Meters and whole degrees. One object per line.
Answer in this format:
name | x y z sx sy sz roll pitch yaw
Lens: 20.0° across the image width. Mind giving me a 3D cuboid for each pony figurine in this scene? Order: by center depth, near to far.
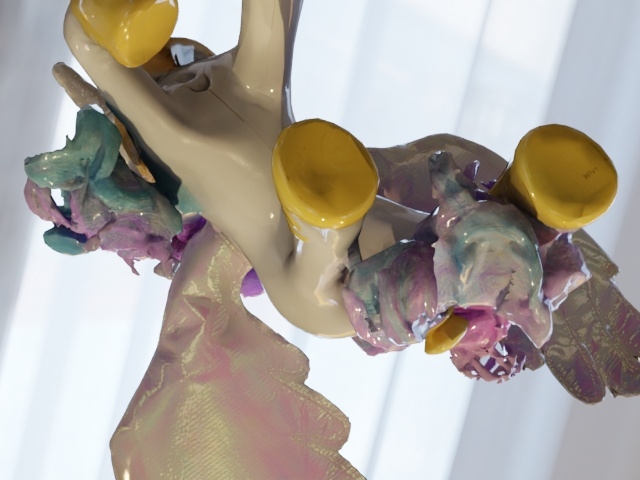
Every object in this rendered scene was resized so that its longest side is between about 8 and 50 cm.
pony figurine | 0.000 0.000 0.873 0.351 0.303 0.363 49 160 2
